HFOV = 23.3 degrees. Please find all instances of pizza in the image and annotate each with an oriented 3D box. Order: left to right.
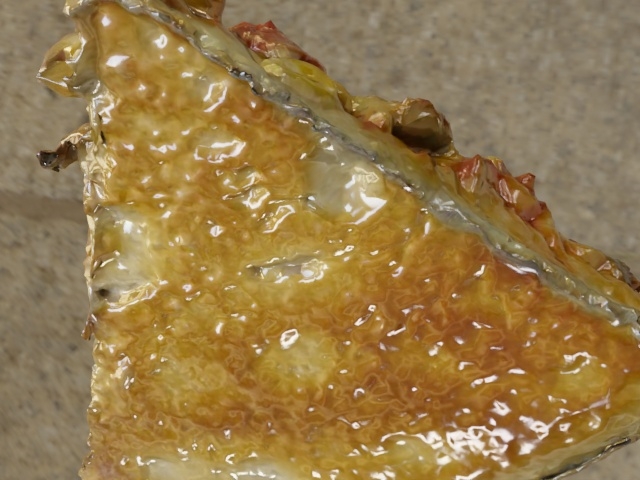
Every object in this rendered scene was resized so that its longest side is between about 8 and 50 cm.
[{"bbox_3d":[0.000,0.000,0.424,0.201,0.053,0.193,-8,124,20],"label":"pizza"}]
